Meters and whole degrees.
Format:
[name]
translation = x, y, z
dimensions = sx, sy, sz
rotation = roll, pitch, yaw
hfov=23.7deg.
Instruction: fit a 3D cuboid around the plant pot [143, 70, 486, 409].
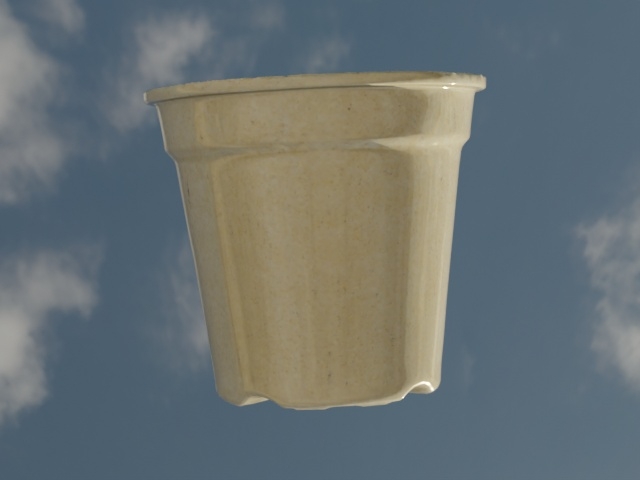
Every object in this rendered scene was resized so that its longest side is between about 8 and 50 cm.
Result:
[plant pot]
translation = 0.000, 0.000, 1.492
dimensions = 0.334, 0.334, 0.305
rotation = -2, -88, 1
